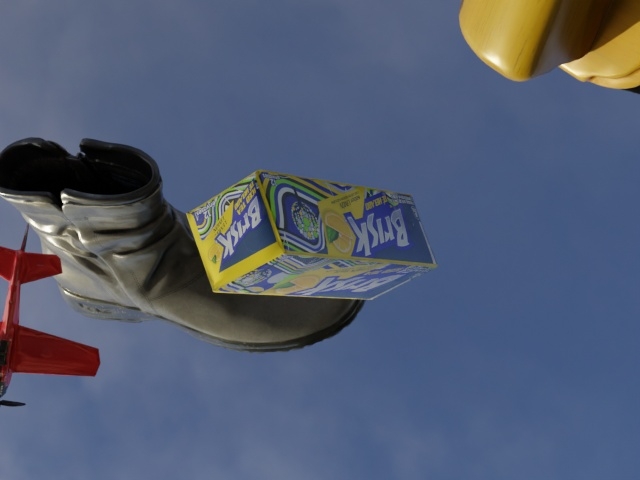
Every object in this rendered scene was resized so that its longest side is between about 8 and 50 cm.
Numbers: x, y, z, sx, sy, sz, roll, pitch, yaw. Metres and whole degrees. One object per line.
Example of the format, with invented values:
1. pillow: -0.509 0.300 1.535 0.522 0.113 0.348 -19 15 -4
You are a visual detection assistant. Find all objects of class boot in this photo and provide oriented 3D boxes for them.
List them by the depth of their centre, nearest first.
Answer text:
1. boot: -0.132 0.001 1.310 0.338 0.118 0.222 1 -33 12

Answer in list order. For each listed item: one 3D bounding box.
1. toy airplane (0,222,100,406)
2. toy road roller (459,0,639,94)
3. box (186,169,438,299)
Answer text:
1. toy airplane: -0.241 0.062 1.089 0.151 0.028 0.151 0 -81 -1
2. toy road roller: 0.185 -0.260 1.170 0.240 0.329 0.202 -23 -38 -43
3. box: 0.000 0.000 0.844 0.059 0.054 0.169 -29 -19 30
